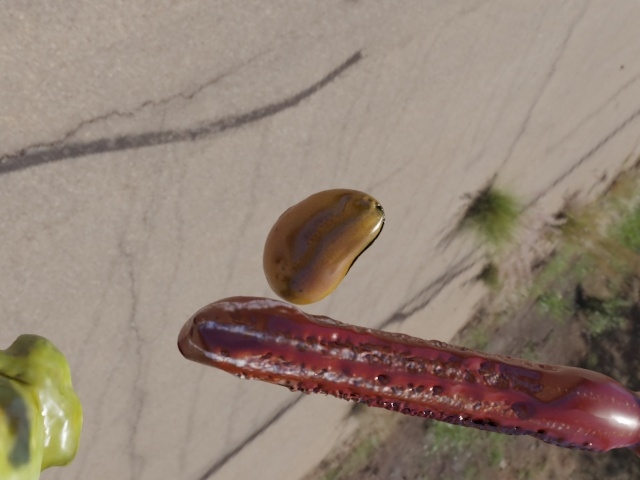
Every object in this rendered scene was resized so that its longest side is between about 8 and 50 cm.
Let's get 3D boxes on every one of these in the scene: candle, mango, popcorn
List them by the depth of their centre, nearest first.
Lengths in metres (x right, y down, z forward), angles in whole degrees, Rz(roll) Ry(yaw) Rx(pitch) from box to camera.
[{"bbox_3d":[0.084,0.081,0.470,0.048,0.329,0.051,-95,-159,-59],"label":"candle"},{"bbox_3d":[-0.353,0.191,0.713,0.241,0.250,0.235,-25,110,-73],"label":"popcorn"},{"bbox_3d":[0.000,0.001,0.971,0.159,0.105,0.084,-44,178,3],"label":"mango"}]
